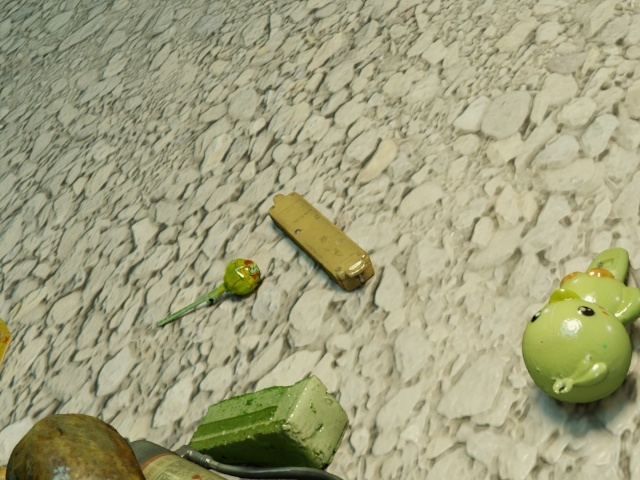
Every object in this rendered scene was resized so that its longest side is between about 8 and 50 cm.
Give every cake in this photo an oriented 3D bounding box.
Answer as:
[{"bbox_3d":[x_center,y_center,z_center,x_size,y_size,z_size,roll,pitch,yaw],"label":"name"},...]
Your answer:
[{"bbox_3d":[-0.093,0.243,1.490,0.235,0.099,0.100,-1,44,31],"label":"cake"}]

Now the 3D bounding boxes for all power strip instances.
[{"bbox_3d":[0.000,0.000,1.754,0.064,0.044,0.305,-35,37,-10],"label":"power strip"}]

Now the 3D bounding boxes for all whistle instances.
[{"bbox_3d":[0.333,0.087,1.381,0.141,0.141,0.294,-4,43,27],"label":"whistle"}]

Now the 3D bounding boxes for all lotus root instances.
[{"bbox_3d":[-0.284,0.330,1.327,0.275,0.152,0.160,45,114,34],"label":"lotus root"}]

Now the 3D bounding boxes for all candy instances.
[{"bbox_3d":[-0.183,0.089,1.764,0.194,0.062,0.058,-30,82,12],"label":"candy"}]

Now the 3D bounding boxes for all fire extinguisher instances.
[{"bbox_3d":[-0.105,0.334,1.371,0.376,0.113,0.200,16,64,42],"label":"fire extinguisher"}]

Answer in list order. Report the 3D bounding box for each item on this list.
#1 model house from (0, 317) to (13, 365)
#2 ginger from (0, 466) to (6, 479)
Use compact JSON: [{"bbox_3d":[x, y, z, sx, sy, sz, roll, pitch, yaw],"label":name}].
[{"bbox_3d":[-0.659,0.180,1.869,0.207,0.136,0.219,-13,40,21],"label":"model house"},{"bbox_3d":[-0.409,0.458,1.436,0.236,0.166,0.375,-52,27,-12],"label":"ginger"}]
